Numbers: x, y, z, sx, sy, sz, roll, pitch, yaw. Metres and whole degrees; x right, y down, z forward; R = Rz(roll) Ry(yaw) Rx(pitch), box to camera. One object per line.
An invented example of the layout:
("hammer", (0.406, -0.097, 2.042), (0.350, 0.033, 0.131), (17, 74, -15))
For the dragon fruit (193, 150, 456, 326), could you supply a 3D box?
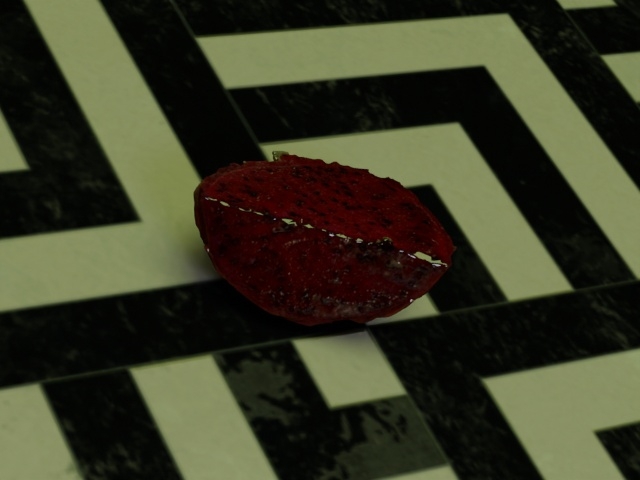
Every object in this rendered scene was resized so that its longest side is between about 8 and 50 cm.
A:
("dragon fruit", (0.000, 0.000, 1.186), (0.162, 0.083, 0.106), (11, 30, -1))
